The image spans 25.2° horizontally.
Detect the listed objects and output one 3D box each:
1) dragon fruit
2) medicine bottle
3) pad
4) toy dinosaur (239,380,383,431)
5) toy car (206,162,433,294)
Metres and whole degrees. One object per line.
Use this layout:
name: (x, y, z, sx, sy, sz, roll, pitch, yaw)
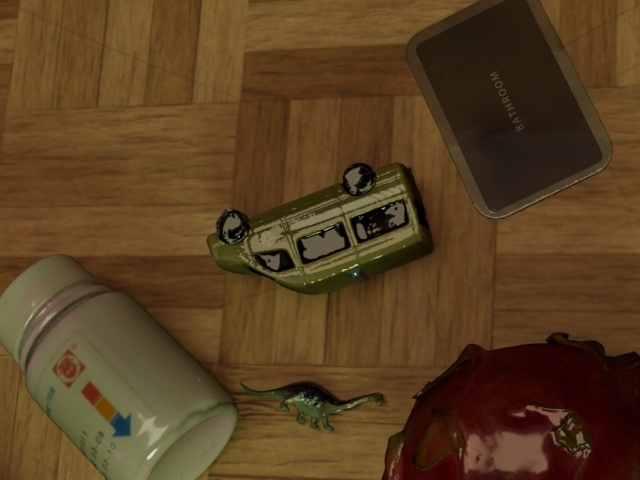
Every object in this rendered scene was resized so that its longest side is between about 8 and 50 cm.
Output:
dragon fruit: (0.212, 0.224, 1.488, 0.314, 0.250, 0.250, -6, 73, -1)
medicine bottle: (-0.247, 0.157, 1.675, 0.293, 0.170, 0.170, 42, 91, 21)
pad: (0.220, -0.167, 1.703, 0.176, 0.002, 0.266, -26, 69, 10)
toy dinosaur: (-0.017, 0.192, 1.667, 0.180, 0.037, 0.058, 9, 55, 13)
toy car: (0.000, 0.000, 1.676, 0.256, 0.101, 0.124, -21, 74, 10)
